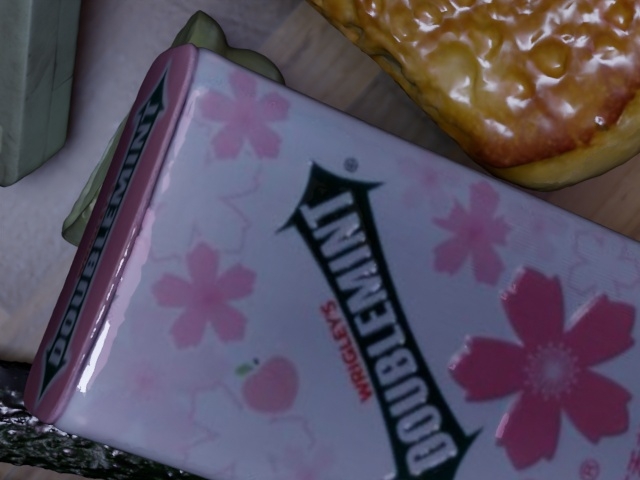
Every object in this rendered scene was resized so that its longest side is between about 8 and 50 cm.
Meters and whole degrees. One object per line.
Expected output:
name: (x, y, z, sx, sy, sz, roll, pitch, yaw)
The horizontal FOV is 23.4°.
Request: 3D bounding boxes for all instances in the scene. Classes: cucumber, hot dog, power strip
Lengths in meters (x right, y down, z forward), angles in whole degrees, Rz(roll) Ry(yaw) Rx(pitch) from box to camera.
cucumber: (-0.116, 0.110, 0.886, 0.245, 0.067, 0.067, 12, 93, -10)
hot dog: (0.045, -0.220, 0.799, 0.405, 0.223, 0.185, 43, 112, -6)
power strip: (-0.171, -0.121, 0.792, 0.093, 0.053, 0.288, 29, 134, 15)

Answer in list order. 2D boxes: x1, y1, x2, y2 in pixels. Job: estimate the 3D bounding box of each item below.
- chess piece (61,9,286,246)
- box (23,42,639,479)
chess piece: (0.000, 0.000, 0.862, 0.251, 0.144, 0.144, 31, 90, -13)
box: (0.061, 0.059, 0.762, 0.369, 0.112, 0.190, 21, 87, -18)
